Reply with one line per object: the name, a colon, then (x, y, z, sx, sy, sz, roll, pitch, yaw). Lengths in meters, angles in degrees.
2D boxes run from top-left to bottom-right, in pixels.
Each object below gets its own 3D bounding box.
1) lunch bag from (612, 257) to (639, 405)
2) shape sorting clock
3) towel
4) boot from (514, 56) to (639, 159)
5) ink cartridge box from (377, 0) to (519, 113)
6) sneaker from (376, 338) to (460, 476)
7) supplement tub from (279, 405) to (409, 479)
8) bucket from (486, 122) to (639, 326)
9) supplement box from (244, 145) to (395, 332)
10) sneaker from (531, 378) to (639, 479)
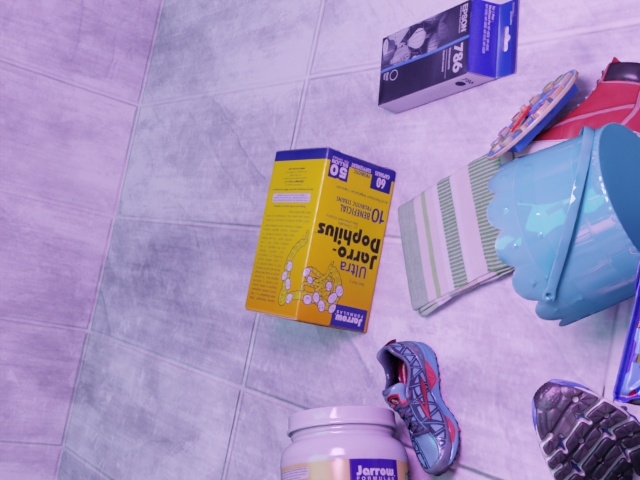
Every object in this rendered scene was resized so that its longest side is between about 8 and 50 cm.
lunch bag: (0.503, 0.075, 1.086, 0.138, 0.221, 0.293, -7, 72, 51)
shape sorting clock: (0.359, -0.216, 1.438, 0.206, 0.040, 0.206, -46, 7, 8)
towel: (0.276, -0.021, 1.574, 0.325, 0.038, 0.248, -33, 53, 43)
boot: (0.438, -0.209, 1.398, 0.244, 0.088, 0.176, -7, 64, 52)
ink cartridge box: (0.251, -0.379, 1.708, 0.332, 0.065, 0.165, -12, 68, 49)
sneaker: (0.161, 0.304, 1.533, 0.104, 0.125, 0.262, -44, 47, 36)
supplement tub: (0.047, 0.484, 1.523, 0.241, 0.241, 0.331, -27, 58, 45)
bucket: (0.396, -0.029, 1.238, 0.183, 0.281, 0.281, -28, 57, 40)
supplement box: (0.000, 0.000, 1.792, 0.195, 0.194, 0.357, 4, 82, 53)
sneaker: (0.374, 0.281, 1.114, 0.130, 0.330, 0.147, -44, 28, 7)
